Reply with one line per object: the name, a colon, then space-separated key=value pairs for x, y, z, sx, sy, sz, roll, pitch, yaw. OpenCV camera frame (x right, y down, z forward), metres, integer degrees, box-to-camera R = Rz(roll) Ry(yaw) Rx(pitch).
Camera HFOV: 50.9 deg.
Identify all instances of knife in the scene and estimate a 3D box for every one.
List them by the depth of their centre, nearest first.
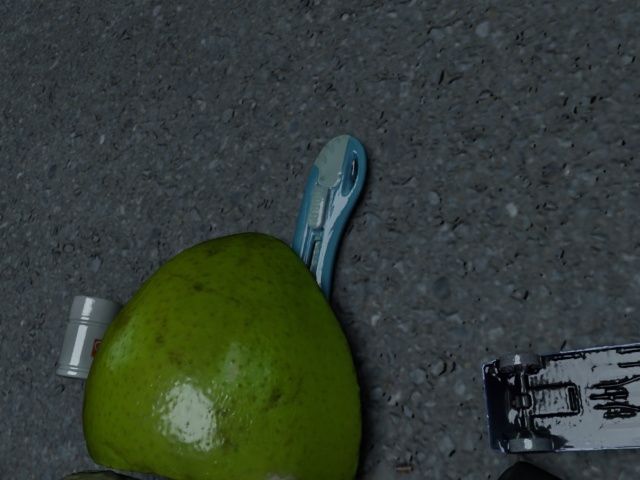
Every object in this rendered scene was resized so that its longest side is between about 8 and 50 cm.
knife: x=0.000 y=0.000 z=0.653 sx=0.064 sy=0.031 sz=0.221 roll=5 pitch=76 yaw=32

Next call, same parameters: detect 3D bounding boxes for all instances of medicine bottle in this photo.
medicine bottle: x=-0.255 y=0.110 z=0.745 sx=0.057 sy=0.057 sz=0.089 roll=-1 pitch=73 yaw=29

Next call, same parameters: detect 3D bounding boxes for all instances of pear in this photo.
pear: x=-0.108 y=0.093 z=0.612 sx=0.288 sy=0.139 sz=0.239 roll=-5 pitch=66 yaw=35

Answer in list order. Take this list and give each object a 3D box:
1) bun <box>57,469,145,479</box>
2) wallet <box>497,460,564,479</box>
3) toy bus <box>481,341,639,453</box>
bun: x=-0.149 y=0.303 z=0.542 sx=0.259 sy=0.152 sz=0.259 roll=41 pitch=137 yaw=54
wallet: x=0.255 y=0.318 z=0.377 sx=0.406 sy=0.062 sz=0.228 roll=19 pitch=83 yaw=33
toy bus: x=0.204 y=0.111 z=0.472 sx=0.168 sy=0.076 sz=0.073 roll=-12 pitch=66 yaw=28
